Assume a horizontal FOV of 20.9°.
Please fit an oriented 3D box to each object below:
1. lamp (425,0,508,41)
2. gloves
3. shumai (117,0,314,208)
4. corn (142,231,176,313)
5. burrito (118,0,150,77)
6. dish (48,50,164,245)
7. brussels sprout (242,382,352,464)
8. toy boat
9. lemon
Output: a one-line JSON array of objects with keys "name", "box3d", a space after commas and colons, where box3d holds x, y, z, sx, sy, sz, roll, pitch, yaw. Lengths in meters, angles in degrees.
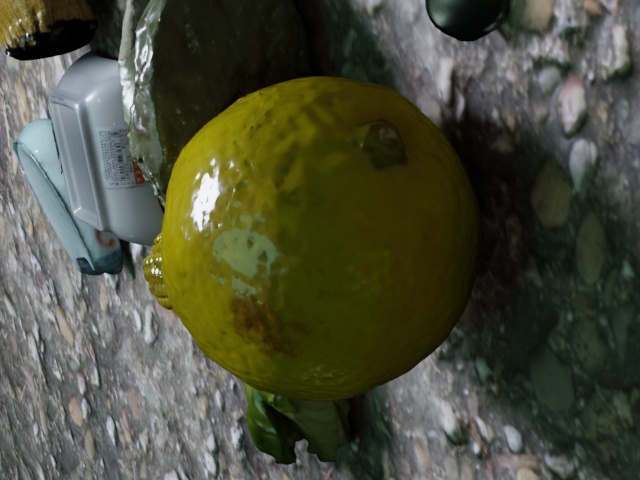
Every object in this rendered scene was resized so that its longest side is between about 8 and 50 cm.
[{"name": "lamp", "box3d": [0.022, -0.289, 1.232, 0.283, 0.124, 0.203, 48, 136, 36]}, {"name": "gloves", "box3d": [-0.360, -0.363, 1.904, 0.356, 0.155, 0.203, 57, 163, -6]}, {"name": "shumai", "box3d": [-0.108, -0.122, 1.517, 0.218, 0.189, 0.256, 18, 122, 59]}, {"name": "corn", "box3d": [-0.097, 0.021, 1.698, 0.310, 0.101, 0.102, -13, 95, 66]}, {"name": "burrito", "box3d": [-0.177, -0.221, 1.752, 0.042, 0.051, 0.171, 50, 148, 25]}, {"name": "dish", "box3d": [-0.243, -0.096, 1.940, 0.151, 0.077, 0.212, 24, 127, 58]}, {"name": "brussels sprout", "box3d": [-0.031, 0.136, 1.651, 0.181, 0.100, 0.139, 69, -179, -47]}, {"name": "toy boat", "box3d": [-0.294, -0.054, 2.098, 0.208, 0.078, 0.134, 63, 163, -7]}, {"name": "lemon", "box3d": [-0.001, -0.001, 1.322, 0.267, 0.267, 0.267, 43, 143, 45]}]
